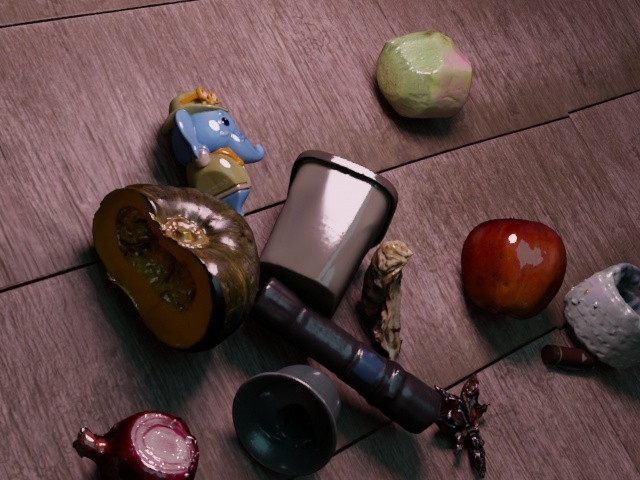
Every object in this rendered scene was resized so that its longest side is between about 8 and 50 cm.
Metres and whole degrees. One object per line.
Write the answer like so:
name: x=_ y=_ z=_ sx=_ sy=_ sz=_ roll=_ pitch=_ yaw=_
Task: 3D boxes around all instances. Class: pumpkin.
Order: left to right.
pumpkin: x=-0.233 y=0.048 z=1.533 sx=0.325 sy=0.242 sz=0.232 roll=52 pitch=29 yaw=18

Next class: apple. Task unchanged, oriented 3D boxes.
apple: x=0.414 y=0.056 z=1.882 sx=0.234 sy=0.234 sz=0.233 roll=13 pitch=60 yaw=-24

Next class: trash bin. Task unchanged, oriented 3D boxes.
trash bin: x=0.000 y=0.000 z=1.663 sx=0.220 sy=0.219 sz=0.250 roll=22 pitch=62 yaw=8

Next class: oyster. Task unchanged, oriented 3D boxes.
oyster: x=0.123 y=0.150 z=1.706 sx=0.094 sy=0.166 sz=0.294 roll=6 pitch=83 yaw=4

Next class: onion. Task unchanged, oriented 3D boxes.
onion: x=-0.301 y=0.351 z=1.365 sx=0.198 sy=0.135 sz=0.173 roll=14 pitch=25 yaw=-21

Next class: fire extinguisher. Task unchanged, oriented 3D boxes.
fire extinguisher: x=0.581 y=0.269 z=1.976 sx=0.158 sy=0.043 sz=0.064 roll=11 pitch=76 yaw=-25

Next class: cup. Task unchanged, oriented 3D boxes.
cup: x=-0.037 y=0.297 z=1.540 sx=0.199 sy=0.199 sz=0.150 roll=50 pitch=29 yaw=1

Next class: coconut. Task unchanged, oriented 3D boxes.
coconut: x=0.254 y=-0.388 z=2.024 sx=0.236 sy=0.236 sz=0.204 roll=-13 pitch=108 yaw=-34

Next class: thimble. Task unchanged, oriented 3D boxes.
thimble: x=0.696 y=0.170 z=1.991 sx=0.250 sy=0.172 sz=0.205 roll=36 pitch=38 yaw=-11

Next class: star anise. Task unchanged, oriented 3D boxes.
star anise: x=0.280 y=0.360 z=1.749 sx=0.157 sy=0.053 sz=0.212 roll=25 pitch=58 yaw=-18

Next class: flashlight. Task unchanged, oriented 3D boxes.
flashlight: x=0.041 y=0.214 z=1.598 sx=0.424 sy=0.103 sz=0.103 roll=36 pitch=53 yaw=-12

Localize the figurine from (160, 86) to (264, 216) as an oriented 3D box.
figurine: x=-0.210 y=-0.171 z=1.696 sx=0.180 sy=0.154 sz=0.262 roll=-40 pitch=107 yaw=-46
